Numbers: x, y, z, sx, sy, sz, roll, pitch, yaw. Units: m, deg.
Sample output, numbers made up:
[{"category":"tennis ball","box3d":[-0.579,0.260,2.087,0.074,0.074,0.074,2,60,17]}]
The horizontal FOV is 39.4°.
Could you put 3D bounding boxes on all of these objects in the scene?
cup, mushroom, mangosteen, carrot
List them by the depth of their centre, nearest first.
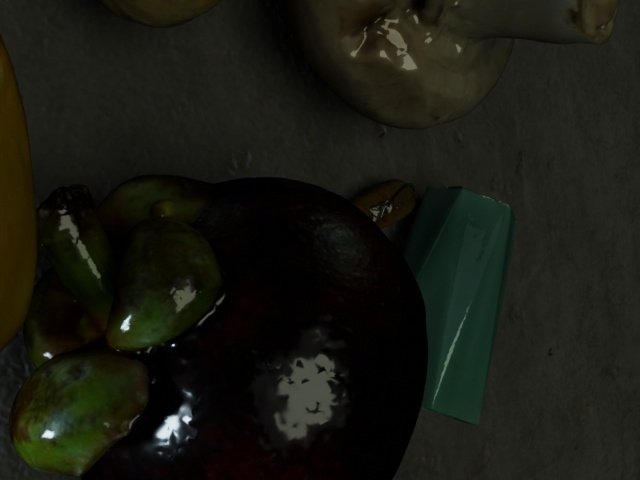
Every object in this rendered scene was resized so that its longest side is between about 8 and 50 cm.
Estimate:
[{"category":"mangosteen","box3d":[-0.069,0.097,0.708,0.330,0.330,0.330,-6,99,-36]},{"category":"mushroom","box3d":[0.118,-0.247,0.813,0.292,0.290,0.293,-8,102,-40]},{"category":"carrot","box3d":[0.000,0.000,0.915,0.254,0.049,0.049,-30,113,-26]},{"category":"cup","box3d":[0.134,0.068,0.974,0.134,0.148,0.236,22,78,-10]}]

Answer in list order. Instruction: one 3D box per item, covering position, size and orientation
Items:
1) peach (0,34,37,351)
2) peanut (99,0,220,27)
[{"category":"peach","box3d":[-0.315,-0.043,0.534,0.289,0.289,0.308,-11,87,-35]},{"category":"peanut","box3d":[-0.162,-0.354,0.672,0.192,0.169,0.387,-20,104,-28]}]
